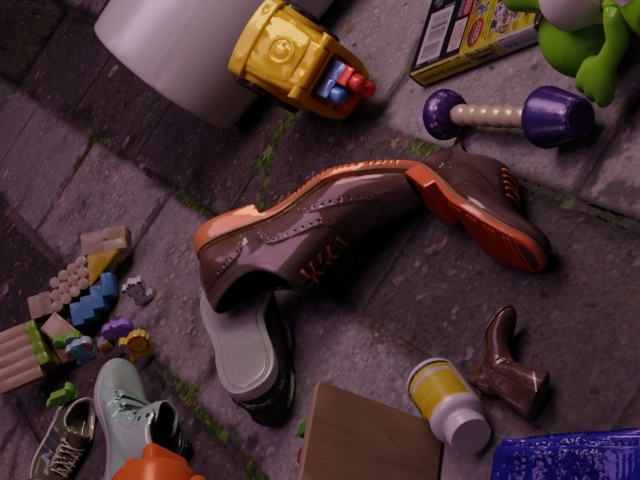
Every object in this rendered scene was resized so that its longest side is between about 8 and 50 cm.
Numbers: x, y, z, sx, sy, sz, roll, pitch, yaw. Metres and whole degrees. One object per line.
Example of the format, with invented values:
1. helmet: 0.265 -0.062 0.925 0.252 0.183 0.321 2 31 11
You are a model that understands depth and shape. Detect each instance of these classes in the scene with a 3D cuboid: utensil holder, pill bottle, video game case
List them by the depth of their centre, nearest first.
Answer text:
1. pill bottle: 0.144 0.186 1.411 0.065 0.065 0.116 -51 30 9
2. video game case: 0.254 -0.368 1.820 0.248 0.035 0.275 -16 48 48
3. utensil holder: -0.159 -0.434 2.198 0.385 0.327 0.327 -52 30 13

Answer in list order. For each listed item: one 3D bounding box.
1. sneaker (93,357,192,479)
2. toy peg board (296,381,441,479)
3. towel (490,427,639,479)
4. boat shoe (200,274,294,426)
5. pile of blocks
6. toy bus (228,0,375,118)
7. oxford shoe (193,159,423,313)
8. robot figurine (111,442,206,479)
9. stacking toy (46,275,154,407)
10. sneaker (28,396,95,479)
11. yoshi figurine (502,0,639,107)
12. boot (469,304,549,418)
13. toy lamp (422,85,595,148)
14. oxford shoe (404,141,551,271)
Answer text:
1. sneaker: -0.258 0.255 1.889 0.151 0.094 0.256 -44 41 30
2. toy peg board: 0.040 0.265 1.410 0.079 0.161 0.160 -46 27 52
3. towel: 0.266 0.265 1.150 0.308 0.076 0.227 -18 46 47
4. boat shoe: -0.100 0.135 1.782 0.114 0.091 0.302 -19 38 11
5. pile of blocks: -0.448 0.133 2.299 0.362 0.149 0.112 -48 -13 -3
6. toy bus: 0.001 -0.256 1.961 0.211 0.220 0.149 31 94 27
7. oxford shoe: 0.000 0.000 1.724 0.364 0.130 0.132 -22 58 21
8. robot figurine: -0.221 0.377 1.688 0.158 0.128 0.219 -8 43 3
9. stacking toy: -0.373 0.168 2.130 0.221 0.052 0.167 -31 32 15
10. sneaker: -0.415 0.335 2.065 0.086 0.064 0.192 -32 34 43
11. yoshi figurine: 0.373 -0.253 1.455 0.362 0.203 0.203 20 114 46
12. boot: 0.218 0.131 1.386 0.114 0.037 0.106 21 92 62
13. toy lamp: 0.235 -0.158 1.601 0.275 0.080 0.080 13 72 57
14. oxford shoe: 0.204 -0.052 1.533 0.098 0.097 0.271 -39 38 -6
